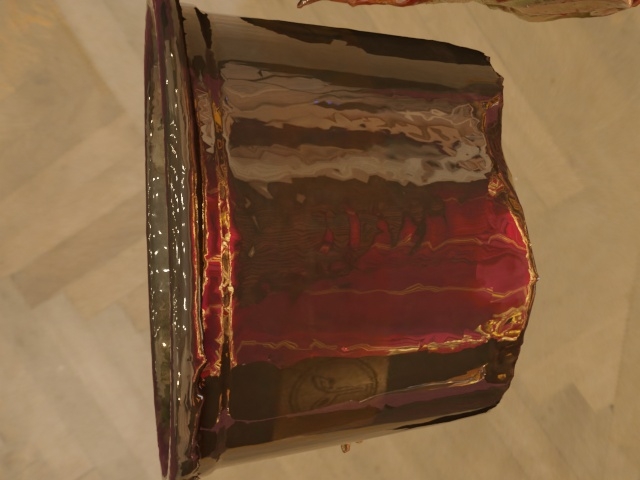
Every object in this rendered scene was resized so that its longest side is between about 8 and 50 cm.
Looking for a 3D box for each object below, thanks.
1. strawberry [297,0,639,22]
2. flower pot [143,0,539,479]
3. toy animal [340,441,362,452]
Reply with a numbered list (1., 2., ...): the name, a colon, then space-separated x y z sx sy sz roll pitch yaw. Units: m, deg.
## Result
1. strawberry: 0.108 -0.300 0.738 0.292 0.292 0.343 14 109 8
2. flower pot: 0.000 0.000 0.389 0.107 0.157 0.157 0 93 -9
3. toy animal: -0.028 0.140 1.077 0.149 0.275 0.054 29 89 51
